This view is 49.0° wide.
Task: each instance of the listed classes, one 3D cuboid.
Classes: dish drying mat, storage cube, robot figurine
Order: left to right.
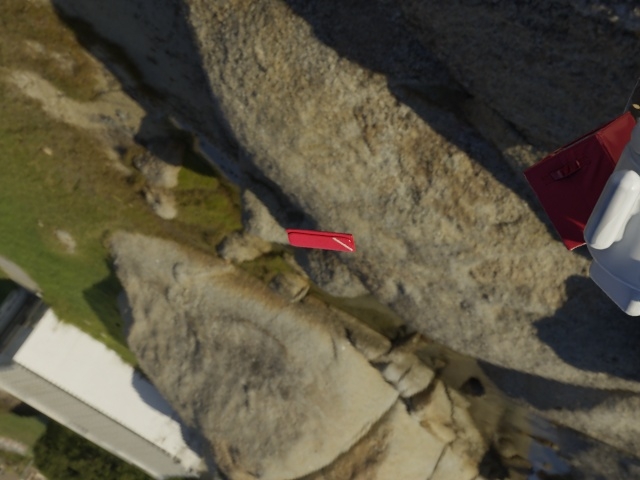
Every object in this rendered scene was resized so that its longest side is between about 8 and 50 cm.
[{"bbox_3d":[0.000,0.000,0.857,0.083,0.008,0.032,5,144,16],"label":"dish drying mat"},{"bbox_3d":[0.569,-0.121,1.440,0.183,0.215,0.193,-31,89,47],"label":"storage cube"},{"bbox_3d":[0.521,-0.056,1.020,0.200,0.299,0.354,-125,34,-44],"label":"robot figurine"}]

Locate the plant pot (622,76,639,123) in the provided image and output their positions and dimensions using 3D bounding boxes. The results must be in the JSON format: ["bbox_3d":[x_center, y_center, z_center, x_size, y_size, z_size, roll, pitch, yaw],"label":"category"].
[{"bbox_3d":[0.876,-0.312,1.736,0.190,0.284,0.284,22,158,10],"label":"plant pot"}]
